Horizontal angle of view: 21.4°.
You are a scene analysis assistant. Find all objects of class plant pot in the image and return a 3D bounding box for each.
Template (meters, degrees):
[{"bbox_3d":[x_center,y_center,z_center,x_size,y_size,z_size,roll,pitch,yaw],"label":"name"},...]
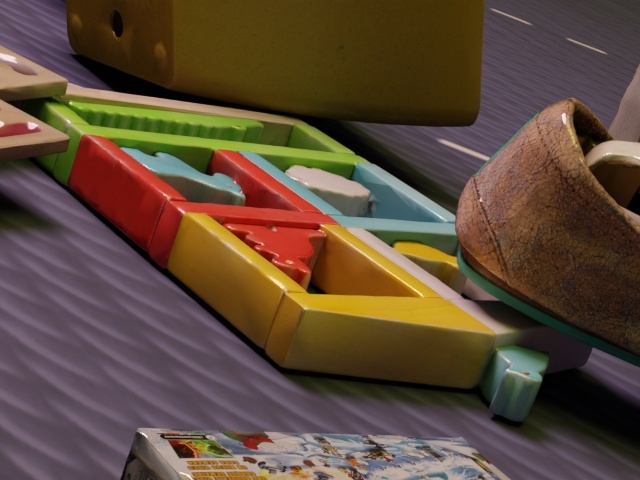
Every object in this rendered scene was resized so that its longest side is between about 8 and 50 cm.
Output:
[{"bbox_3d":[-0.039,-0.180,1.004,0.187,0.212,0.212,-9,20,-31],"label":"plant pot"}]

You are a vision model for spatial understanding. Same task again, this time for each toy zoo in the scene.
[{"bbox_3d":[0.000,0.000,0.799,0.192,0.030,0.293,4,23,-42],"label":"toy zoo"}]

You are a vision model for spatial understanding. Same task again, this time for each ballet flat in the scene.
[{"bbox_3d":[0.211,0.037,0.732,0.316,0.106,0.107,28,22,-1],"label":"ballet flat"}]

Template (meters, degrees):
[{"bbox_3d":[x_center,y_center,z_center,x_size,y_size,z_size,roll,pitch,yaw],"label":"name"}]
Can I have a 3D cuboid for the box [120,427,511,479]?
[{"bbox_3d":[0.017,0.094,0.533,0.137,0.027,0.094,7,20,-36],"label":"box"}]

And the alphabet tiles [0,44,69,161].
[{"bbox_3d":[-0.285,-0.084,0.722,0.285,0.011,0.342,27,23,29],"label":"alphabet tiles"}]

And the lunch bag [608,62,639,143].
[{"bbox_3d":[0.303,-0.081,1.034,0.287,0.235,0.169,7,24,-36],"label":"lunch bag"}]

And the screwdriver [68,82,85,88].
[{"bbox_3d":[-0.202,-0.109,0.922,0.170,0.025,0.024,13,18,-20],"label":"screwdriver"}]
